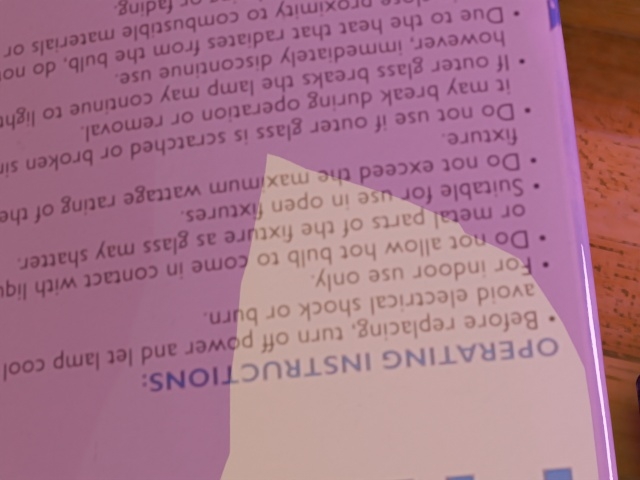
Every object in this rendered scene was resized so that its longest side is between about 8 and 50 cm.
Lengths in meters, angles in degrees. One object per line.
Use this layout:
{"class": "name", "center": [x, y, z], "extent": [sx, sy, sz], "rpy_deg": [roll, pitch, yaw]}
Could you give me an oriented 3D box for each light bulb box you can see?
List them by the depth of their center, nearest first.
{"class": "light bulb box", "center": [0.000, 0.000, 0.607], "extent": [0.225, 0.358, 0.361], "rpy_deg": [-7, 72, 9]}

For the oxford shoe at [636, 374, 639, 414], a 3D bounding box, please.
{"class": "oxford shoe", "center": [0.328, 0.043, 0.665], "extent": [0.363, 0.130, 0.133], "rpy_deg": [-23, 62, 0]}
